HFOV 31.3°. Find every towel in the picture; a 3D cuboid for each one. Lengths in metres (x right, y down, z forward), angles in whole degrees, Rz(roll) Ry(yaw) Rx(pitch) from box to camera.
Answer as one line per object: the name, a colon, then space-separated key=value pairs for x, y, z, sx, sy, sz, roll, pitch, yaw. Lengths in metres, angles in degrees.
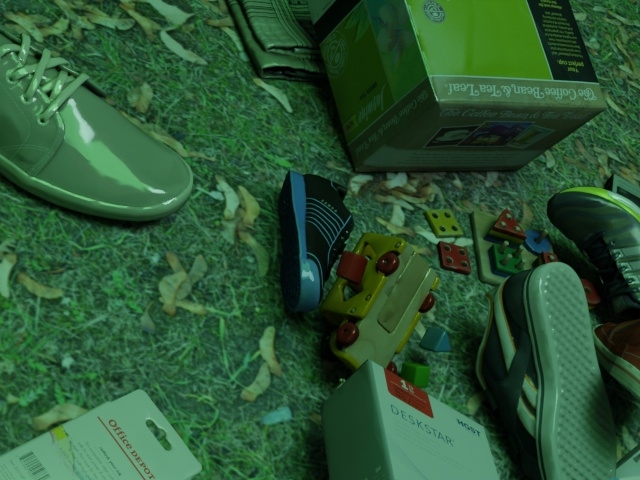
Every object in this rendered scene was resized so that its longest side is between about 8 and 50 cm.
towel: x=-0.001 y=-0.371 z=1.814 sx=0.312 sy=0.056 sz=0.324 roll=0 pitch=52 yaw=-32

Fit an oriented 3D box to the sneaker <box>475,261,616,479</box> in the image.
sneaker: x=0.279 y=0.196 z=1.424 sx=0.126 sy=0.127 sz=0.321 roll=6 pitch=74 yaw=-38

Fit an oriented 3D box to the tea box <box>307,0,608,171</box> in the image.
tea box: x=0.194 y=-0.288 z=1.685 sx=0.328 sy=0.220 sz=0.324 roll=-2 pitch=67 yaw=-34

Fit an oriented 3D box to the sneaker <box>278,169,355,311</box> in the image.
sneaker: x=0.000 y=0.000 z=1.448 sx=0.090 sy=0.081 sz=0.232 roll=10 pitch=45 yaw=-14

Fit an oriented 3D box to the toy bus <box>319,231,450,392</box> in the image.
toy bus: x=0.052 y=0.090 z=1.378 sx=0.202 sy=0.191 sz=0.104 roll=-13 pitch=16 yaw=-40

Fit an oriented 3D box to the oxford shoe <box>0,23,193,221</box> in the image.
oxford shoe: x=-0.349 y=-0.171 z=1.356 sx=0.449 sy=0.130 sz=0.169 roll=32 pitch=40 yaw=-4

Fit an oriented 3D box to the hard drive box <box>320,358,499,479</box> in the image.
hard drive box: x=0.102 y=0.262 z=1.195 sx=0.181 sy=0.089 sz=0.232 roll=32 pitch=24 yaw=-24

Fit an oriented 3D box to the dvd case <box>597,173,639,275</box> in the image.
dvd case: x=0.526 y=0.011 z=1.808 sx=0.179 sy=0.030 sz=0.239 roll=28 pitch=42 yaw=-6

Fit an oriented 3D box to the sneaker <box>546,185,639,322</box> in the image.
sneaker: x=0.441 y=0.042 z=1.638 sx=0.300 sy=0.111 sz=0.121 roll=41 pitch=51 yaw=4

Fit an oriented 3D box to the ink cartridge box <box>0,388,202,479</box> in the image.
ink cartridge box: x=-0.225 y=0.236 z=1.098 sx=0.198 sy=0.067 sz=0.115 roll=-24 pitch=67 yaw=-42

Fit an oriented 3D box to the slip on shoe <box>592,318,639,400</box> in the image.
slip on shoe: x=0.420 y=0.149 z=1.466 sx=0.123 sy=0.101 sz=0.331 roll=43 pitch=5 yaw=3

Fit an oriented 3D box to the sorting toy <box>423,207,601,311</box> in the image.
sorting toy: x=0.282 y=0.010 z=1.643 sx=0.274 sy=0.046 sz=0.132 roll=17 pitch=44 yaw=-18

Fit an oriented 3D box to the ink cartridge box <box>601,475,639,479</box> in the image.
ink cartridge box: x=0.331 y=0.352 z=1.294 sx=0.092 sy=0.143 sz=0.090 roll=1 pitch=33 yaw=-31

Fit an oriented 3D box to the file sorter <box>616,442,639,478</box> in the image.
file sorter: x=0.526 y=0.297 z=1.434 sx=0.277 sy=0.173 sz=0.193 roll=-12 pitch=59 yaw=-40
